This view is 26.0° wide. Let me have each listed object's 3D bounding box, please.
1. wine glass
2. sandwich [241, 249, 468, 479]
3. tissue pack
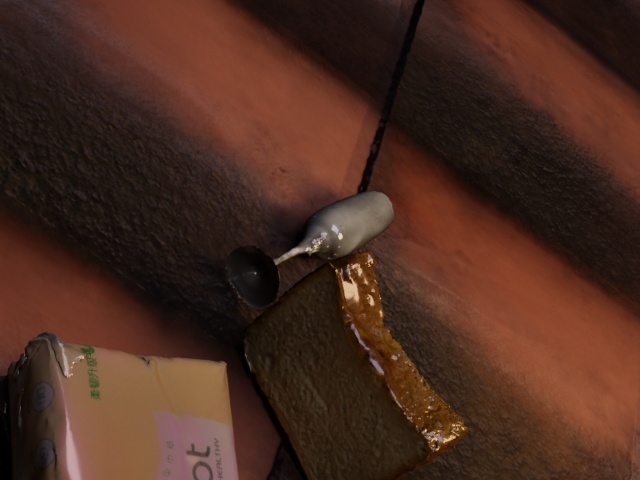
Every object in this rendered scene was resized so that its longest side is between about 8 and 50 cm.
[{"bbox_3d":[0.000,0.000,1.538,0.074,0.074,0.262,55,38,6],"label":"wine glass"},{"bbox_3d":[0.026,0.142,1.358,0.065,0.186,0.214,-17,70,-46],"label":"sandwich"},{"bbox_3d":[-0.164,0.223,1.165,0.215,0.123,0.256,13,59,-39],"label":"tissue pack"}]
